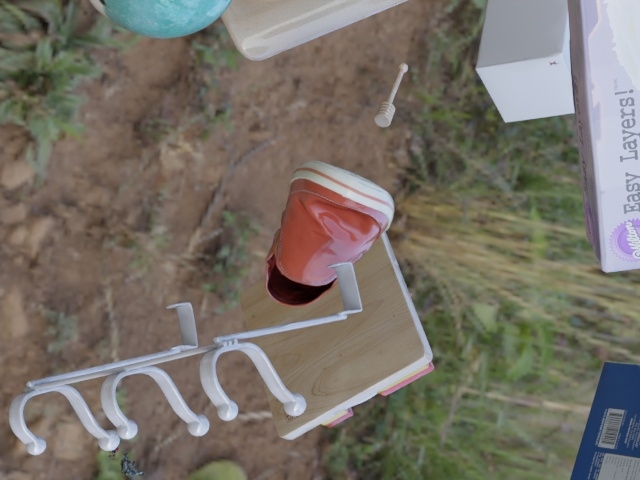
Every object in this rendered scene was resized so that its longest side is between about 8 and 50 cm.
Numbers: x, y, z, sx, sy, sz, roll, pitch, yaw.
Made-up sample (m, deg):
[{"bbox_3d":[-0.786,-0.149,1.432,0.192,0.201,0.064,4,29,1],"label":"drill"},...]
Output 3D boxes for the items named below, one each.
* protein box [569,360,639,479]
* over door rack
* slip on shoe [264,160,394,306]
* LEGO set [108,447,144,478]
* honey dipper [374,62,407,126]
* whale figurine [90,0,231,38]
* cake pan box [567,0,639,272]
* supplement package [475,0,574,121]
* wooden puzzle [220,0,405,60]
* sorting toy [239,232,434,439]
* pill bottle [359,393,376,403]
[{"bbox_3d":[0.436,0.269,1.419,0.201,0.136,0.199,1,-118,45],"label":"protein box"},{"bbox_3d":[-0.113,0.127,1.163,0.324,0.240,0.108,-30,104,-63],"label":"over door rack"},{"bbox_3d":[0.000,0.000,1.325,0.331,0.123,0.101,127,-15,-68],"label":"slip on shoe"},{"bbox_3d":[-0.304,0.344,1.796,0.023,0.083,0.054,-39,-160,4],"label":"LEGO set"},{"bbox_3d":[0.130,-0.265,2.102,0.030,0.030,0.160,107,3,-49],"label":"honey dipper"},{"bbox_3d":[-0.114,-0.315,1.168,0.272,0.141,0.216,-49,164,-21],"label":"whale figurine"},{"bbox_3d":[0.294,-0.111,0.780,0.070,0.246,0.266,-81,163,-62],"label":"cake pan box"},{"bbox_3d":[0.254,-0.242,1.350,0.105,0.105,0.179,51,43,-46],"label":"supplement package"},{"bbox_3d":[-0.022,-0.437,1.500,0.080,0.322,0.347,85,-20,-69],"label":"wooden puzzle"},{"bbox_3d":[0.032,0.134,1.736,0.257,0.089,0.255,-32,-125,20],"label":"sorting toy"},{"bbox_3d":[0.010,0.130,1.947,0.152,0.152,0.272,107,-27,-48],"label":"pill bottle"}]
